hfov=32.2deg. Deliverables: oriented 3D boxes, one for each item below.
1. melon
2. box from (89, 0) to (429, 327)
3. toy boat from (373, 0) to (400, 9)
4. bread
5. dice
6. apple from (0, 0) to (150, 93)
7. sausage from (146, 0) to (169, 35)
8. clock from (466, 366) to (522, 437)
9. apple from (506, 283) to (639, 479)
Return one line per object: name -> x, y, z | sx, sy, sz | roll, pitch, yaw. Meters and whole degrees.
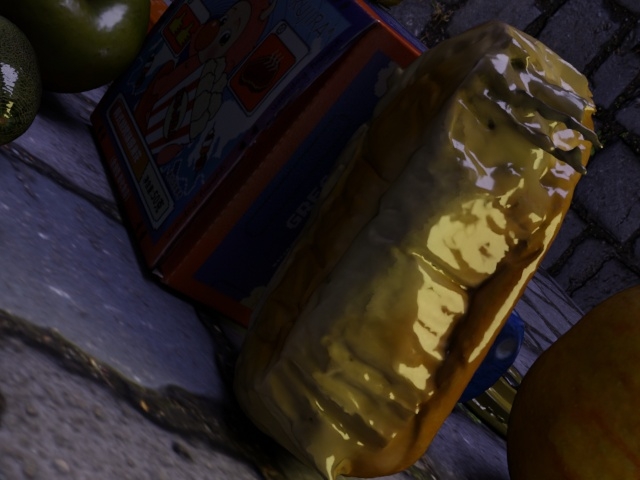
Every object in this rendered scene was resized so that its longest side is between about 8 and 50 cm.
melon -> -0.290, -0.138, 0.956 | 0.099, 0.099, 0.162 | 33, 17, -37
box -> -0.031, -0.115, 1.167 | 0.257, 0.318, 0.349 | 34, 15, -36
toy boat -> 0.074, -0.282, 1.116 | 0.068, 0.088, 0.226 | 41, 14, 5
bread -> 0.086, 0.012, 0.923 | 0.183, 0.389, 0.236 | 33, 6, -18
dice -> 0.159, 0.108, 1.402 | 0.146, 0.146, 0.143 | 32, 14, -40
apple -> -0.280, -0.250, 1.187 | 0.157, 0.196, 0.196 | -6, -28, 44
sausage -> -0.290, -0.361, 1.777 | 0.312, 0.093, 0.093 | 49, 14, 32
clock -> 0.243, 0.199, 1.571 | 0.237, 0.057, 0.237 | 41, 11, -10
apple -> 0.384, 0.215, 1.182 | 0.333, 0.400, 0.400 | 43, 11, 23
